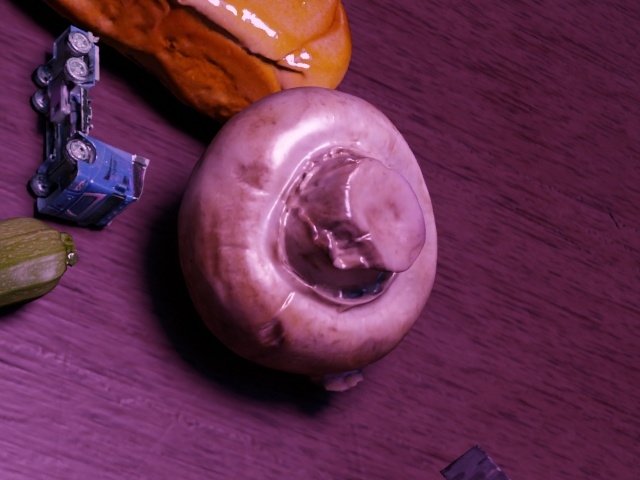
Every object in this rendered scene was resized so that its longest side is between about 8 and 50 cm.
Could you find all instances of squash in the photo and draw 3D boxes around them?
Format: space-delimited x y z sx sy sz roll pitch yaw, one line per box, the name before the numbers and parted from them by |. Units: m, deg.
squash | -0.272 0.027 1.343 0.219 0.077 0.068 -16 81 -45

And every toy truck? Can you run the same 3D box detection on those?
toy truck | -0.193 -0.096 1.496 0.081 0.067 0.175 20 48 -34

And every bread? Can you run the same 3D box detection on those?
bread | -0.113 -0.221 1.579 0.294 0.132 0.167 38 38 -13

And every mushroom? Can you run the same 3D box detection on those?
mushroom | 0.000 0.000 1.490 0.255 0.184 0.255 13 71 -45

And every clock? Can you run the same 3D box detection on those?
clock | 0.184 0.258 1.472 0.042 0.215 0.215 -42 92 -1
